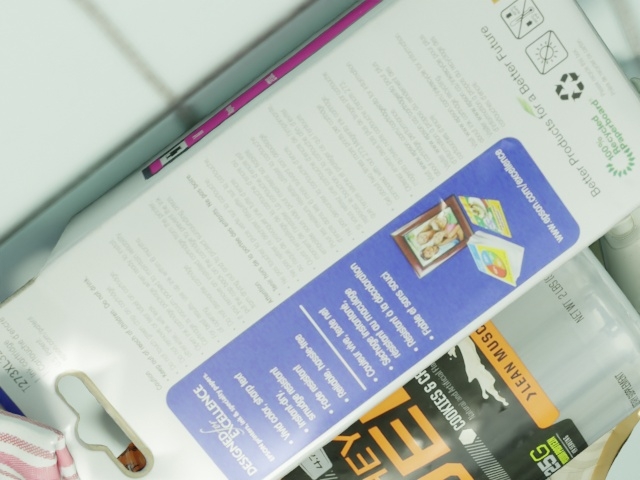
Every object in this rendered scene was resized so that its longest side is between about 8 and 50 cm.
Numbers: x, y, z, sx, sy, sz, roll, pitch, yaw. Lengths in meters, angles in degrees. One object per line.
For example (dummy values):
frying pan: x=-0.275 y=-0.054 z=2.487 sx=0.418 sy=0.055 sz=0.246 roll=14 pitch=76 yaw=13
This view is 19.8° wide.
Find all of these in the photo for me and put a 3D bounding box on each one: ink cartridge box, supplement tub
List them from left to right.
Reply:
ink cartridge box: x=0.000 y=0.000 z=0.989 sx=0.371 sy=0.069 sz=0.175 roll=-38 pitch=109 yaw=-2
supplement tub: x=0.036 y=0.105 z=1.135 sx=0.316 sy=0.193 sz=0.193 roll=-38 pitch=150 yaw=1

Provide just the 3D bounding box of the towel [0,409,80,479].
towel: x=-0.191 y=0.151 z=1.000 sx=0.197 sy=0.144 sz=0.029 roll=85 pitch=25 yaw=-45

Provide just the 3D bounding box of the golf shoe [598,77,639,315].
golf shoe: x=0.182 y=-0.026 z=1.143 sx=0.086 sy=0.176 sz=0.069 roll=14 pitch=144 yaw=-42

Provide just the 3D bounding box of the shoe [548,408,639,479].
shoe: x=0.231 y=0.170 z=1.570 sx=0.076 sy=0.058 sz=0.219 roll=-54 pitch=168 yaw=-38

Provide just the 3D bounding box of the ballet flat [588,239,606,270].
ballet flat: x=0.163 y=0.044 z=1.282 sx=0.348 sy=0.123 sz=0.123 roll=-48 pitch=148 yaw=20
